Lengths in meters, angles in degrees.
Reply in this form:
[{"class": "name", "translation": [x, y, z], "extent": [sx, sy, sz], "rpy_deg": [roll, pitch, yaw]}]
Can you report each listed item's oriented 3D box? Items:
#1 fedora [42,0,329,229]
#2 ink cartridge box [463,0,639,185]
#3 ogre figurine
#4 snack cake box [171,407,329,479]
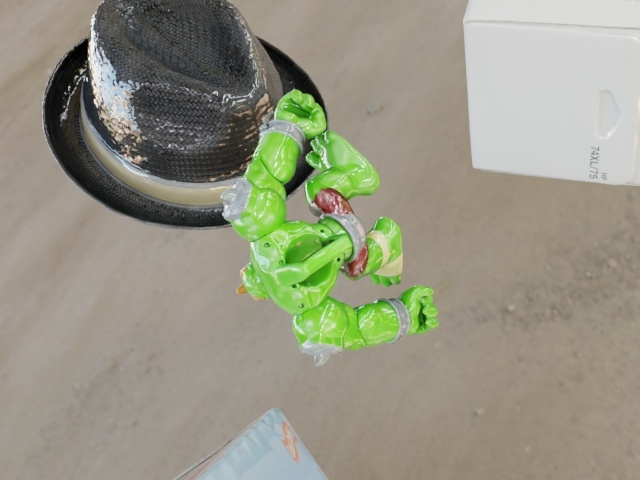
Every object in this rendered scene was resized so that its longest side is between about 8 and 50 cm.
[{"class": "fedora", "translation": [-0.151, -0.173, 1.306], "extent": [0.333, 0.153, 0.334], "rpy_deg": [0, 55, -1]}, {"class": "ink cartridge box", "translation": [0.258, -0.217, 1.131], "extent": [0.197, 0.198, 0.270], "rpy_deg": [7, 53, 15]}, {"class": "ogre figurine", "translation": [0.000, 0.000, 0.855], "extent": [0.096, 0.197, 0.118], "rpy_deg": [6, 31, 43]}, {"class": "snack cake box", "translation": [-0.061, 0.141, 0.391], "extent": [0.152, 0.089, 0.264], "rpy_deg": [-34, -4, 1]}]
